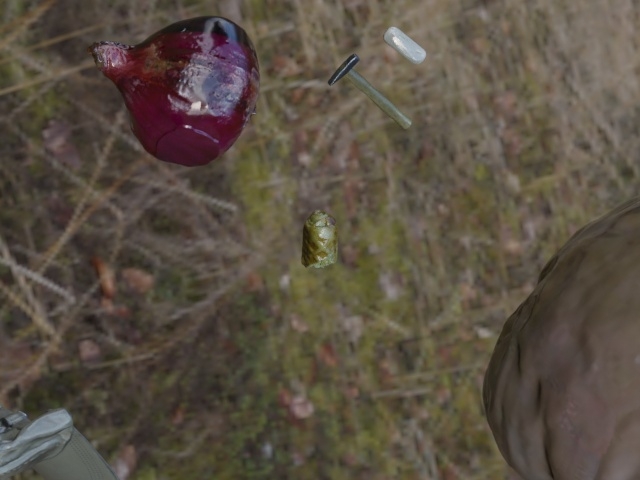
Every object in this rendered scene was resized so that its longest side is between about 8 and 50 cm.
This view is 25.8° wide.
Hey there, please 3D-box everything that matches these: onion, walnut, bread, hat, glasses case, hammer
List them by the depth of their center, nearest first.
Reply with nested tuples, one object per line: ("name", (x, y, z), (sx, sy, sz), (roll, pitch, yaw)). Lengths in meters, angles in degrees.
("walnut", (0.230, 0.091, 0.870), (0.248, 0.248, 0.248), (38, 45, -53))
("hat", (-0.344, 0.244, 1.530), (0.149, 0.214, 0.244), (-43, 129, -34))
("onion", (-0.186, -0.186, 1.722), (0.218, 0.195, 0.140), (18, 58, -26))
("hammer", (0.085, -0.226, 2.221), (0.199, 0.062, 0.013), (36, 14, -46))
("bread", (0.000, 0.000, 2.304), (0.066, 0.060, 0.110), (-87, -179, -50))
("glasses case", (0.144, -0.334, 2.393), (0.083, 0.032, 0.021), (36, 13, -16))
